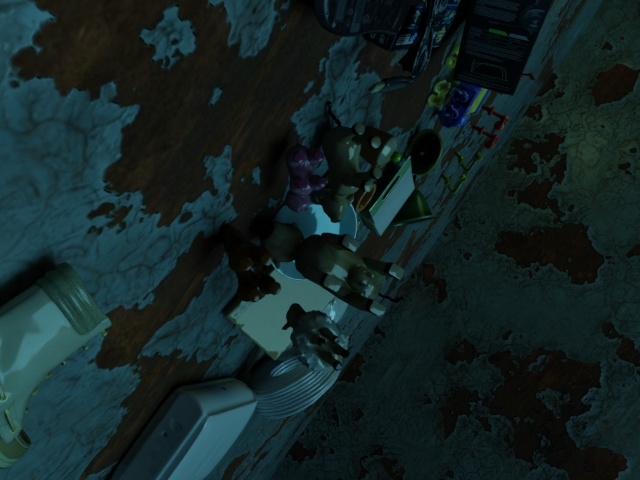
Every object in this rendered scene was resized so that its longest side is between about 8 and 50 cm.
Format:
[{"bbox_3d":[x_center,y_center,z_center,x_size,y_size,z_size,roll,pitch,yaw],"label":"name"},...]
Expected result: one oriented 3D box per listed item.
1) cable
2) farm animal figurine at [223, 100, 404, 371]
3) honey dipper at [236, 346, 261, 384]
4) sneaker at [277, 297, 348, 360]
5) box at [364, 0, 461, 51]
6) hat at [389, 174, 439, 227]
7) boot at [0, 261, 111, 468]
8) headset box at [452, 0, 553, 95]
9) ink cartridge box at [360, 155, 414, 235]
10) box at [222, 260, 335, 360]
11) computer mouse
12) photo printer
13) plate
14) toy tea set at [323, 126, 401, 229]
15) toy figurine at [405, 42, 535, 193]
[{"bbox_3d":[-0.067,0.343,1.255,0.257,0.089,0.257,-32,-170,-25],"label":"cable"},{"bbox_3d":[0.000,0.000,0.808,0.330,0.327,0.172,-47,-157,-16],"label":"farm animal figurine"},{"bbox_3d":[-0.164,0.295,1.210,0.160,0.030,0.030,-61,161,14],"label":"honey dipper"},{"bbox_3d":[-0.011,0.170,1.244,0.292,0.108,0.169,-42,162,-30],"label":"sneaker"},{"bbox_3d":[0.169,-0.393,0.764,0.220,0.051,0.175,-33,152,-50],"label":"box"},{"bbox_3d":[0.267,-0.145,1.505,0.208,0.183,0.173,-14,176,38],"label":"hat"},{"bbox_3d":[-0.296,0.131,0.506,0.165,0.077,0.213,-43,156,-36],"label":"boot"},{"bbox_3d":[0.363,-0.466,0.905,0.283,0.131,0.246,78,35,-66],"label":"headset box"},{"bbox_3d":[0.171,-0.118,1.265,0.171,0.056,0.235,-54,159,-4],"label":"ink cartridge box"},{"bbox_3d":[-0.069,0.120,0.971,0.201,0.021,0.164,-45,125,-10],"label":"box"},{"bbox_3d":[0.067,-0.283,0.640,0.262,0.060,0.184,-24,140,-38],"label":"computer mouse"},{"bbox_3d":[-0.267,0.422,1.051,0.256,0.107,0.307,-54,162,-1],"label":"photo printer"},{"bbox_3d":[-0.017,-0.012,0.916,0.188,0.024,0.188,-14,122,-23],"label":"plate"},{"bbox_3d":[0.078,-0.063,1.013,0.200,0.124,0.336,-37,156,-42],"label":"toy tea set"},{"bbox_3d":[0.380,-0.323,1.226,0.217,0.191,0.362,-41,160,-48],"label":"toy figurine"}]
